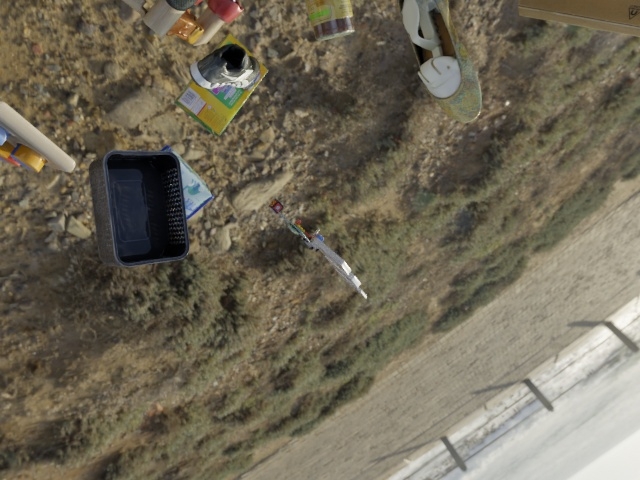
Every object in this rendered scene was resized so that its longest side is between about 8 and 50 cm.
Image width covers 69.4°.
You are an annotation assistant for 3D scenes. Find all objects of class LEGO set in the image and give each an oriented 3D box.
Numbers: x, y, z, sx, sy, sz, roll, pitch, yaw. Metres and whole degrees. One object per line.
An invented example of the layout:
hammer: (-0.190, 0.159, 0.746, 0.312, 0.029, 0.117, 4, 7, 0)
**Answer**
LEGO set: (0.000, 0.000, 0.925, 0.060, 0.244, 0.182, -46, 147, -6)

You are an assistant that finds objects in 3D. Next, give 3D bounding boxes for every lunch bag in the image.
lunch bag: (-0.320, -0.094, 0.946, 0.151, 0.096, 0.129, -40, 126, 0)

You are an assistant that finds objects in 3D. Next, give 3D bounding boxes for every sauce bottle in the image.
sauce bottle: (-0.003, -0.676, 1.124, 0.111, 0.111, 0.344, -21, 108, -18)

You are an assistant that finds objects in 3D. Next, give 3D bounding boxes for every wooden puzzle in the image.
wooden puzzle: (-1.009, -0.323, 1.446, 0.322, 0.347, 0.080, 61, 45, -59)

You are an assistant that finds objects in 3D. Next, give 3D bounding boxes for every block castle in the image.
block castle: (-0.397, -0.682, 1.037, 0.213, 0.453, 0.303, -41, -173, 16)

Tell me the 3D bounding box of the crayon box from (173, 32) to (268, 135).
crayon box: (-0.320, -0.502, 1.498, 0.165, 0.081, 0.278, 39, 84, -29)

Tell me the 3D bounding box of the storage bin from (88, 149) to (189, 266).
storage bin: (-0.297, -0.052, 0.759, 0.122, 0.084, 0.180, -8, 95, -41)

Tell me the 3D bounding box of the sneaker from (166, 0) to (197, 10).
sneaker: (-0.208, -0.473, 0.800, 0.087, 0.130, 0.227, 14, 144, -42)

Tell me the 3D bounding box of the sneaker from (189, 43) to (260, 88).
sneaker: (-0.198, -0.417, 1.099, 0.106, 0.078, 0.234, -22, -171, 34)

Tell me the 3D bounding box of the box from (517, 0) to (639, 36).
box: (0.356, -0.314, 0.517, 0.021, 0.201, 0.164, 25, 97, -55)

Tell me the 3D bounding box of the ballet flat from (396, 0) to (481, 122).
ballet flat: (0.253, -0.423, 1.026, 0.123, 0.349, 0.123, -19, -177, 1)
